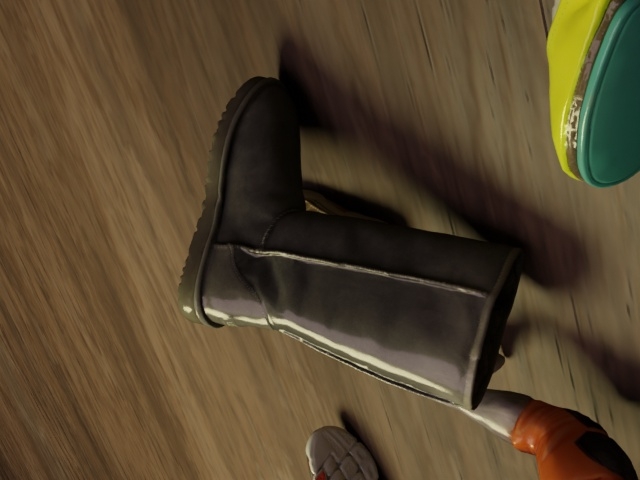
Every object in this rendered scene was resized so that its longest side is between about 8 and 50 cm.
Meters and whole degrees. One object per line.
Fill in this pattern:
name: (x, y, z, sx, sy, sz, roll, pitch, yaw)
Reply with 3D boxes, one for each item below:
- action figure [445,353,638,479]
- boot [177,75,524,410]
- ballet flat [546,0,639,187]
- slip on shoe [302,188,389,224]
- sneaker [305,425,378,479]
action figure: (0.158, 0.242, 0.588, 0.330, 0.178, 0.341, -156, 69, -65)
boot: (0.024, -0.006, 0.682, 0.208, 0.076, 0.190, 8, 84, 31)
ballet flat: (0.135, -0.128, 0.442, 0.231, 0.077, 0.077, 98, 150, -46)
slip on shoe: (0.000, 0.000, 0.772, 0.135, 0.041, 0.051, 22, 137, 42)
sneaker: (0.024, 0.233, 0.958, 0.065, 0.061, 0.158, -3, 117, 62)
